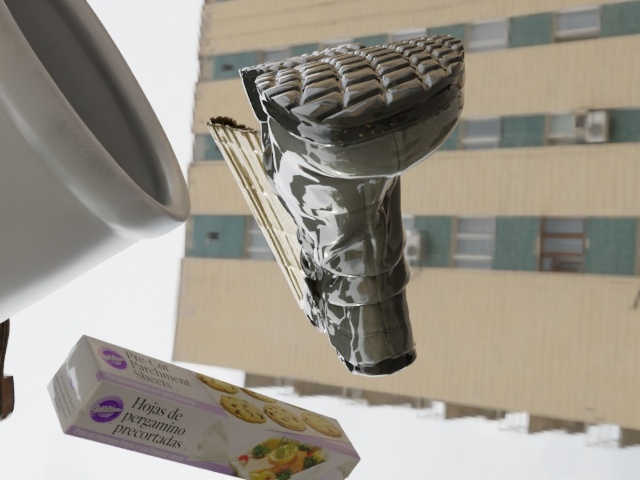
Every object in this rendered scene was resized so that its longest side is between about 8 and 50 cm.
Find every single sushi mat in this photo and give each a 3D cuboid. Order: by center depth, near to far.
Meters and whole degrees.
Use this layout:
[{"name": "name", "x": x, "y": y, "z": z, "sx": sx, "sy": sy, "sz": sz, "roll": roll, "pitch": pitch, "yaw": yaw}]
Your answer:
[{"name": "sushi mat", "x": 0.000, "y": 0.000, "z": 0.985, "sx": 0.019, "sy": 0.151, "sz": 0.316, "roll": -55, "pitch": -34, "yaw": -24}]

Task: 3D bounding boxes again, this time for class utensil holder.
[{"name": "utensil holder", "x": -0.356, "y": -0.060, "z": 0.824, "sx": 0.327, "sy": 0.385, "sz": 0.327, "roll": 60, "pitch": -176, "yaw": -7}]

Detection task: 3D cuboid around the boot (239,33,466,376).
[{"name": "boot", "x": 0.023, "y": -0.009, "z": 0.472, "sx": 0.083, "sy": 0.246, "sz": 0.161, "roll": -15, "pitch": -78, "yaw": -6}]

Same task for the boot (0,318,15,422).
[{"name": "boot", "x": -0.400, "y": 0.113, "z": 1.092, "sx": 0.106, "sy": 0.082, "sz": 0.219, "roll": -26, "pitch": -68, "yaw": -58}]

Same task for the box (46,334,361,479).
[{"name": "box", "x": -0.096, "y": 0.173, "z": 0.937, "sx": 0.324, "sy": 0.067, "sz": 0.063, "roll": 27, "pitch": -74, "yaw": -39}]
